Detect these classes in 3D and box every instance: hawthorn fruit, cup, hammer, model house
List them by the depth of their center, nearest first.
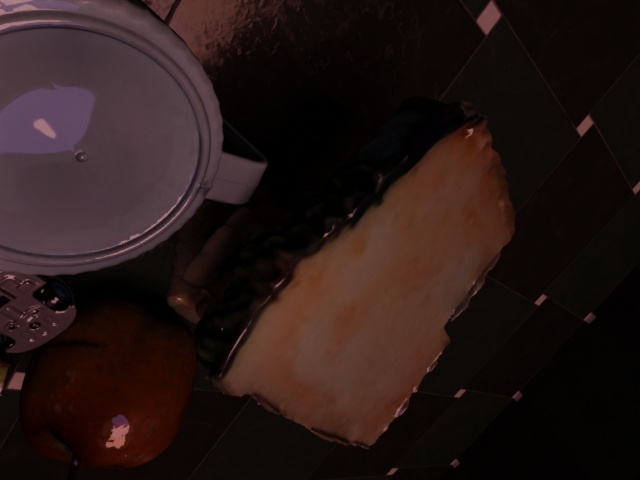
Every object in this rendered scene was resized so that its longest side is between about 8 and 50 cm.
[{"bbox_3d":[-0.256,-0.132,0.431,0.257,0.311,0.331,-41,144,-4],"label":"cup"},{"bbox_3d":[0.000,0.000,0.665,0.445,0.400,0.395,-52,132,-6],"label":"model house"},{"bbox_3d":[-0.346,0.256,0.692,0.268,0.300,0.267,-2,137,-2],"label":"hawthorn fruit"},{"bbox_3d":[-0.228,0.326,0.962,0.062,0.017,0.182,-32,155,-8],"label":"hammer"}]

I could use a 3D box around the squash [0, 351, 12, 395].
[{"bbox_3d":[-0.612,0.197,0.636,0.094,0.094,0.224,-49,132,10],"label":"squash"}]

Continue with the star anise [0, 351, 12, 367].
[{"bbox_3d":[-0.545,0.149,0.617,0.168,0.057,0.167,5,82,-39],"label":"star anise"}]

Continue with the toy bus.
[{"bbox_3d":[-0.461,0.053,0.588,0.126,0.136,0.209,-36,133,-5],"label":"toy bus"}]
